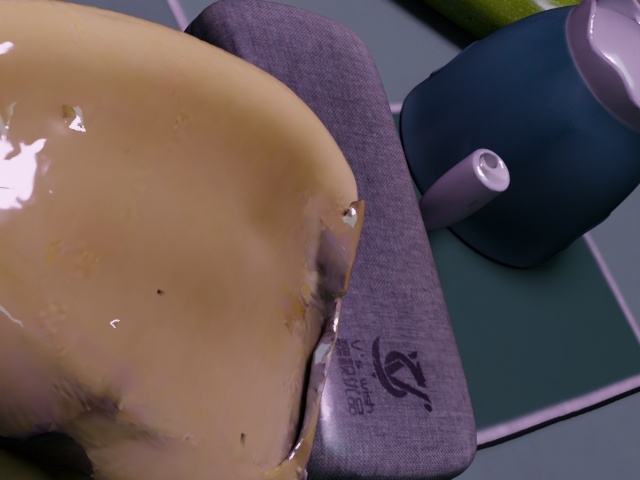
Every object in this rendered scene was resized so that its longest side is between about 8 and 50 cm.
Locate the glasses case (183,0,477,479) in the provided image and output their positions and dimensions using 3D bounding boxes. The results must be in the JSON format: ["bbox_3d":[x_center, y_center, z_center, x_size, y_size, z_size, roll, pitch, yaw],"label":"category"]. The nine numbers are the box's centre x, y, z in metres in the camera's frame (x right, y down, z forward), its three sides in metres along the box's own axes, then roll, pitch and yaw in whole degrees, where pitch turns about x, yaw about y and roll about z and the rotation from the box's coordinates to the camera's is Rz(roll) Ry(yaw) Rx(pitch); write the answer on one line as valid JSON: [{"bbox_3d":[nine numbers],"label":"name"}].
[{"bbox_3d":[0.000,0.000,0.791,0.131,0.074,0.323,6,59,-37],"label":"glasses case"}]

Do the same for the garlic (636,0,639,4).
[{"bbox_3d":[0.357,-0.241,1.262,0.266,0.148,0.128,38,7,-10],"label":"garlic"}]

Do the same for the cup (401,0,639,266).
[{"bbox_3d":[0.173,-0.092,0.932,0.167,0.173,0.299,52,42,2],"label":"cup"}]

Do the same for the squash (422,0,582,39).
[{"bbox_3d":[0.101,-0.226,1.030,0.292,0.082,0.082,33,45,-22],"label":"squash"}]

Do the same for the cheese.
[{"bbox_3d":[-0.123,0.009,0.598,0.315,0.128,0.260,22,66,-44],"label":"cheese"}]
